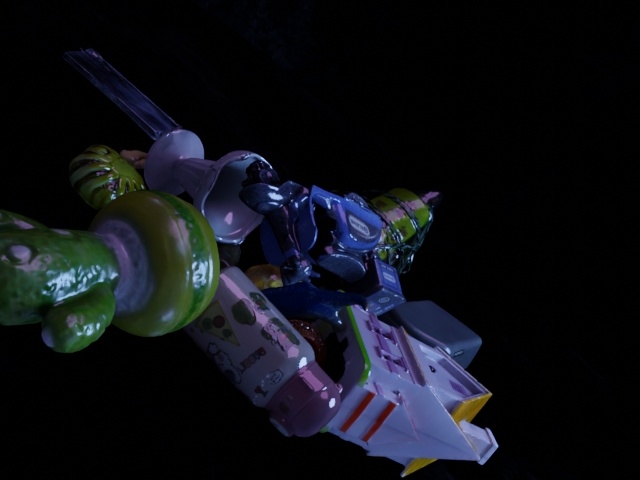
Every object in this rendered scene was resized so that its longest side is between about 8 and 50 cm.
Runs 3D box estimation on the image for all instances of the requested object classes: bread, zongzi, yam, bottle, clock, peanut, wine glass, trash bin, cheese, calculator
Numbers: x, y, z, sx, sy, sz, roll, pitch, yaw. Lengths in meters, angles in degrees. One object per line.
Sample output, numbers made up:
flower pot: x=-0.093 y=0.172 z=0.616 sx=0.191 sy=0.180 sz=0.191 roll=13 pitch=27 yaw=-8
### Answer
bread: x=-0.333 y=-0.096 z=1.463 sx=0.130 sy=0.071 sz=0.139 roll=49 pitch=16 yaw=8
zongzi: x=0.015 y=-0.017 z=1.850 sx=0.362 sy=0.319 sz=0.383 roll=45 pitch=33 yaw=2
yam: x=-0.164 y=0.036 z=1.555 sx=0.054 sy=0.054 sz=0.132 roll=40 pitch=14 yaw=-9
bottle: x=-0.078 y=0.161 z=1.294 sx=0.253 sy=0.120 sz=0.120 roll=46 pitch=16 yaw=13
clock: x=0.130 y=0.252 z=1.488 sx=0.309 sy=0.166 sz=0.235 roll=28 pitch=20 yaw=-22
peanut: x=-0.078 y=0.077 z=1.591 sx=0.087 sy=0.087 sz=0.207 roll=45 pitch=17 yaw=9
wine glass: x=-0.195 y=-0.102 z=1.594 sx=0.196 sy=0.165 sz=0.165 roll=30 pitch=6 yaw=35
trash bin: x=0.204 y=0.198 z=1.861 sx=0.177 sy=0.101 sz=0.236 roll=35 pitch=18 yaw=26
cheese: x=-0.331 y=-0.148 z=1.686 sx=0.044 sy=0.030 sz=0.083 roll=25 pitch=13 yaw=21
calculator: x=-0.411 y=-0.308 z=1.944 sx=0.262 sy=0.021 sz=0.161 roll=42 pitch=15 yaw=0

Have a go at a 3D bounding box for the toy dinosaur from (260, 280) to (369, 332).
toy dinosaur: x=-0.054 y=0.084 z=1.419 sx=0.188 sy=0.248 sz=0.075 roll=34 pitch=58 yaw=-32

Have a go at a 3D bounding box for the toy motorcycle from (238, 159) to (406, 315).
toy motorcycle: x=0.000 y=0.000 z=1.561 sx=0.358 sy=0.125 sz=0.212 roll=25 pitch=43 yaw=-47

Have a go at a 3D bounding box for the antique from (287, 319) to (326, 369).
antique: x=-0.040 y=0.169 z=1.406 sx=0.104 sy=0.104 sz=0.104 roll=39 pitch=15 yaw=-13

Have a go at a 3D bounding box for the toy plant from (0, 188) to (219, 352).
toy plant: x=-0.281 y=0.040 z=1.096 sx=0.316 sy=0.184 sz=0.224 roll=-6 pitch=43 yaw=-49
